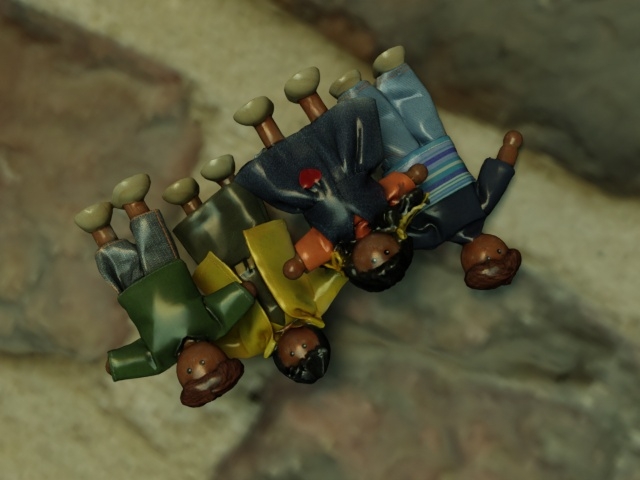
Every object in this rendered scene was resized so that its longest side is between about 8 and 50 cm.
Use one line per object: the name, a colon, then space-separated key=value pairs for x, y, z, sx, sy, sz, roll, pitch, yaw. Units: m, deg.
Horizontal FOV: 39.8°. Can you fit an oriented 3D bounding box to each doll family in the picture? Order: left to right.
doll family: x=0.000 y=0.000 z=0.367 sx=0.193 sy=0.076 sz=0.111 roll=-34 pitch=77 yaw=5
